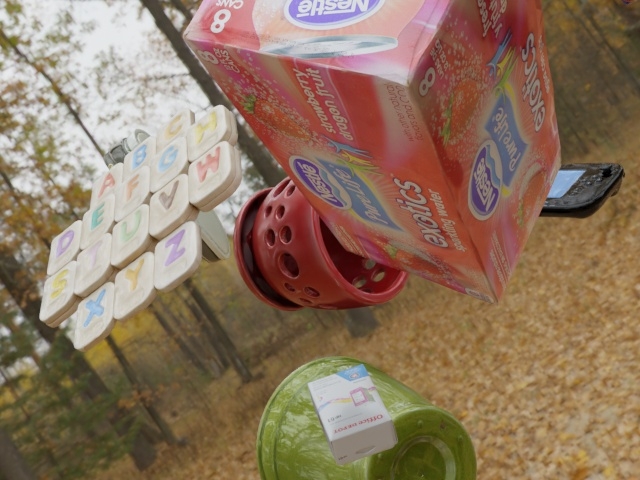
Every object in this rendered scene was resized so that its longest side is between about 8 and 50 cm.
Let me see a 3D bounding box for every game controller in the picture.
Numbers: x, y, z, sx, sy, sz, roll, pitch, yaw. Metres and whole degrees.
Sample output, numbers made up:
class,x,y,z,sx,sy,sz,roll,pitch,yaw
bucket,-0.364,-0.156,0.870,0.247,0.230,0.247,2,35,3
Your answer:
class,x,y,z,sx,sy,sz,roll,pitch,yaw
game controller,0.407,-0.096,1.384,0.166,0.067,0.319,-31,22,-37

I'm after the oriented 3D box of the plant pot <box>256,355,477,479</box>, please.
class,x,y,z,sx,sy,sz,roll,pitch,yaw
plant pot,0.106,0.418,1.405,0.366,0.366,0.353,-34,9,-24

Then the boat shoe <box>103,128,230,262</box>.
class,x,y,z,sx,sy,sz,roll,pitch,yaw
boat shoe,-0.289,-0.070,1.391,0.091,0.305,0.109,-31,22,14

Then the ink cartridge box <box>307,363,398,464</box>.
class,x,y,z,sx,sy,sz,roll,pitch,yaw
ink cartridge box,0.043,0.238,0.997,0.089,0.052,0.122,-18,33,-8

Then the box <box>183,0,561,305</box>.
class,x,y,z,sx,sy,sz,roll,pitch,yaw
box,0.061,-0.089,0.506,0.142,0.154,0.300,-62,-30,-14

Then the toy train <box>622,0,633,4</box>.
class,x,y,z,sx,sy,sz,roll,pitch,yaw
toy train,0.537,-0.523,1.169,0.105,0.143,0.248,-32,-19,-29

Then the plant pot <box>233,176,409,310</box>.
class,x,y,z,sx,sy,sz,roll,pitch,yaw
plant pot,0.000,0.000,0.927,0.174,0.191,0.191,-17,11,44

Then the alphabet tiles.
class,x,y,z,sx,sy,sz,roll,pitch,yaw
alphabet tiles,-0.198,-0.026,0.773,0.284,0.021,0.278,-35,39,20
